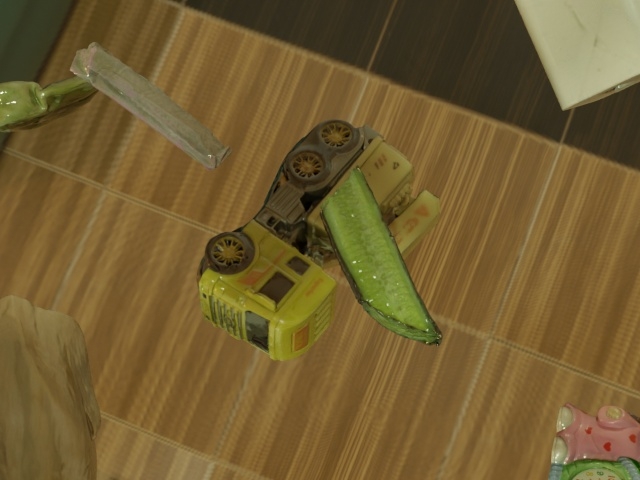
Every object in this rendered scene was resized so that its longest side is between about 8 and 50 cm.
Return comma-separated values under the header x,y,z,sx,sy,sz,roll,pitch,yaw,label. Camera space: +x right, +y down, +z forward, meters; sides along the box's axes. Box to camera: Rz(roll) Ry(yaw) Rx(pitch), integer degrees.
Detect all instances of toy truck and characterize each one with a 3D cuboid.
x,y,z,sx,sy,sz,roll,pitch,yaw,label
0.000,0.000,1.528,0.254,0.181,0.405,33,63,19,toy truck

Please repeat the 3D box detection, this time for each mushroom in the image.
x,y,z,sx,sy,sz,roll,pitch,yaw,label
-0.209,0.165,0.711,0.096,0.108,0.247,0,82,-39,mushroom

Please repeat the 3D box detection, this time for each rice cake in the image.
x,y,z,sx,sy,sz,roll,pitch,yaw,label
-0.248,-0.194,1.432,0.270,0.049,0.055,36,51,-20,rice cake

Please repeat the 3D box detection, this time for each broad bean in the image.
x,y,z,sx,sy,sz,roll,pitch,yaw,label
-0.466,-0.236,1.650,0.206,0.153,0.072,-15,87,-29,broad bean

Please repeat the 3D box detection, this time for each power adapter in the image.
x,y,z,sx,sy,sz,roll,pitch,yaw,label
0.264,-0.247,0.939,0.125,0.130,0.205,-25,86,39,power adapter

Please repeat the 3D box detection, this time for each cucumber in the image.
x,y,z,sx,sy,sz,roll,pitch,yaw,label
0.054,0.029,1.060,0.070,0.046,0.220,-20,75,-24,cucumber

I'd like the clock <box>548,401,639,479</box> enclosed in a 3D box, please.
x,y,z,sx,sy,sz,roll,pitch,yaw,label
0.382,0.296,1.187,0.195,0.100,0.194,3,53,21,clock
